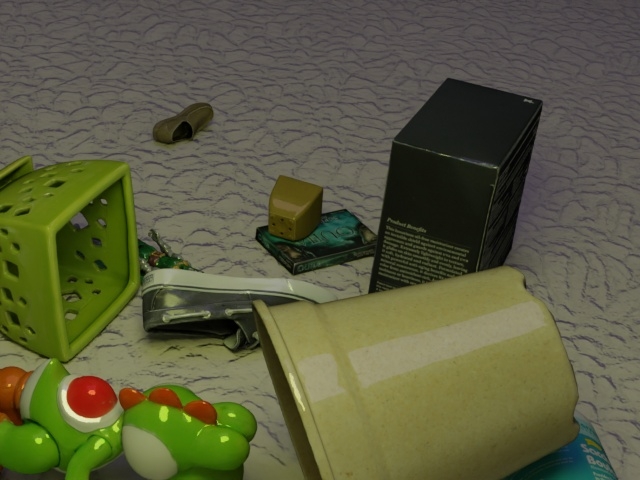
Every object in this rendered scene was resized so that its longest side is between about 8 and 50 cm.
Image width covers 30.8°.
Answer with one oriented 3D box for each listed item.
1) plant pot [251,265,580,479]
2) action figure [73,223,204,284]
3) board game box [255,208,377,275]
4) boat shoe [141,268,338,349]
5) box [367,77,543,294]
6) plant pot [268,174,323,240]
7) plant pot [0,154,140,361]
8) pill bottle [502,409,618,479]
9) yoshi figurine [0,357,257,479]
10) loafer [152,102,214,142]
[{"bbox_3d":[0.117,0.177,1.341,0.305,0.333,0.334,-19,36,-7],"label":"plant pot"},{"bbox_3d":[-0.284,0.025,1.850,0.232,0.063,0.137,22,30,16],"label":"action figure"},{"bbox_3d":[0.000,0.000,1.983,0.186,0.026,0.126,-14,37,-31],"label":"board game box"},{"bbox_3d":[-0.115,0.113,1.711,0.301,0.108,0.102,9,61,-23],"label":"boat shoe"},{"bbox_3d":[0.221,-0.070,1.891,0.183,0.294,0.296,18,32,15],"label":"box"},{"bbox_3d":[-0.050,-0.047,1.950,0.081,0.081,0.083,17,43,15],"label":"plant pot"},{"bbox_3d":[-0.410,0.010,1.693,0.207,0.228,0.227,12,31,18],"label":"plant pot"},{"bbox_3d":[0.290,0.302,1.434,0.146,0.146,0.264,2,32,-10],"label":"pill bottle"},{"bbox_3d":[-0.244,0.259,1.413,0.362,0.203,0.203,2,-12,18],"label":"yoshi figurine"},{"bbox_3d":[-0.260,-0.224,2.271,0.050,0.056,0.148,31,48,32],"label":"loafer"}]
